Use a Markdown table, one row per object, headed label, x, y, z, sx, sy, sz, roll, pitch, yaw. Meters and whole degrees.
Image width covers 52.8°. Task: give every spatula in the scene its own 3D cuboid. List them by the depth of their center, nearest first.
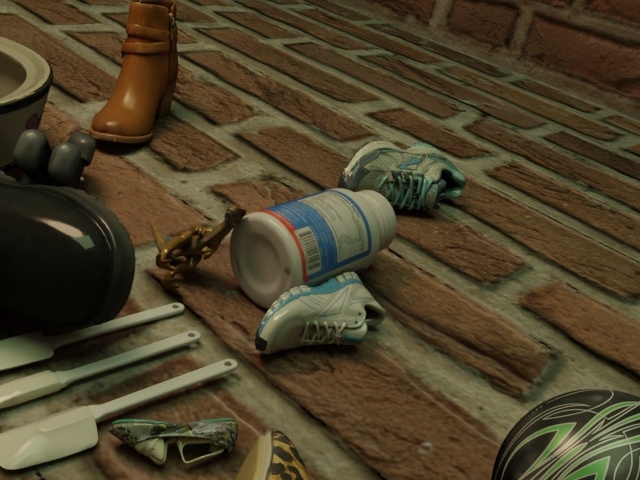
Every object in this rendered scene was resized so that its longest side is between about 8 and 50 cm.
| label | x | y | z | sx | sy | sz | roll | pitch | yaw |
| --- | --- | --- | --- | --- | --- | --- | --- | --- | --- |
| spatula | -0.215 | 0.130 | 0.647 | 0.242 | 0.019 | 0.168 | -12 | 33 | -39 |

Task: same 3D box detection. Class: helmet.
| label | x | y | z | sx | sy | sz | roll | pitch | yaw |
| --- | --- | --- | --- | --- | --- | --- | --- | --- | --- |
| helmet | 0.231 | 0.208 | 0.545 | 0.169 | 0.162 | 0.169 | 10 | 30 | -6 |

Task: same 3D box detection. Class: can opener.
| label | x | y | z | sx | sy | sz | roll | pitch | yaw |
| --- | --- | --- | --- | --- | --- | --- | --- | --- | --- |
| can opener | -0.339 | -0.117 | 0.841 | 0.076 | 0.095 | 0.283 | 21 | -8 | -18 |

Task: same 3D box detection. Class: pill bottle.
| label | x | y | z | sx | sy | sz | roll | pitch | yaw |
| --- | --- | --- | --- | --- | --- | --- | --- | --- | --- |
| pill bottle | 0.000 | 0.000 | 0.847 | 0.124 | 0.124 | 0.221 | 33 | 34 | 31 |

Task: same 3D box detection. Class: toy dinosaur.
| label | x | y | z | sx | sy | sz | roll | pitch | yaw |
| --- | --- | --- | --- | --- | --- | --- | --- | --- | --- |
| toy dinosaur | -0.169 | 0.010 | 0.811 | 0.211 | 0.064 | 0.112 | -13 | 32 | 40 |

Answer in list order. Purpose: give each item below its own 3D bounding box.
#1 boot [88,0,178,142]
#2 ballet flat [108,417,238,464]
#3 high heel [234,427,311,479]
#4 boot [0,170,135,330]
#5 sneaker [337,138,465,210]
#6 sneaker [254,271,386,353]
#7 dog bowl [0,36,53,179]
| label | x | y | z | sx | sy | sz | roll | pitch | yaw |
| --- | --- | --- | --- | --- | --- | --- | --- | --- | --- |
| boot | -0.317 | -0.303 | 1.135 | 0.109 | 0.220 | 0.283 | 17 | 30 | 6 |
| ballet flat | -0.130 | 0.180 | 0.575 | 0.114 | 0.041 | 0.041 | 4 | 31 | -15 |
| high heel | 0.014 | 0.256 | 0.483 | 0.186 | 0.093 | 0.261 | 28 | 19 | -11 |
| boot | -0.441 | 0.003 | 0.535 | 0.367 | 0.146 | 0.445 | 17 | 10 | 30 |
| sneaker | 0.149 | -0.104 | 1.105 | 0.283 | 0.110 | 0.122 | -17 | 44 | -41 |
| sneaker | 0.009 | 0.094 | 0.748 | 0.083 | 0.071 | 0.190 | 39 | 38 | 28 |
| dog bowl | -0.589 | -0.181 | 0.889 | 0.407 | 0.150 | 0.408 | 10 | 29 | -5 |
